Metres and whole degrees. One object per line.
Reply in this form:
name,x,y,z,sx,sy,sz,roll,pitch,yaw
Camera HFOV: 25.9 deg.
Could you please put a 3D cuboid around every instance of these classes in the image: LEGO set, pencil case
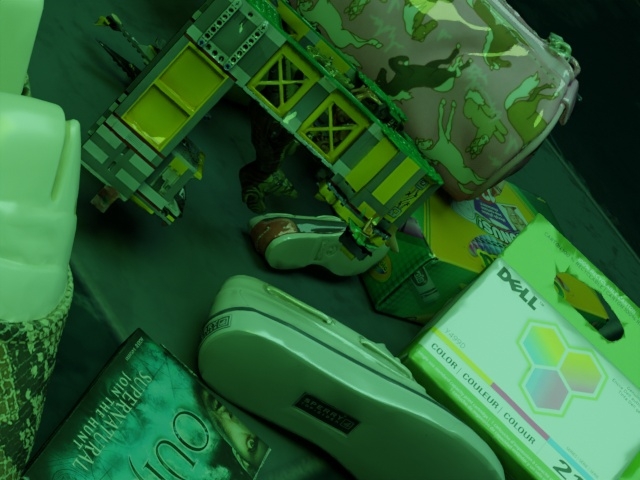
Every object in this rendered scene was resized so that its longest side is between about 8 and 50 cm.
LEGO set,-0.059,-0.072,1.070,0.255,0.192,0.331,40,11,-21
pencil case,0.062,-0.218,1.246,0.386,0.167,0.160,46,-9,3

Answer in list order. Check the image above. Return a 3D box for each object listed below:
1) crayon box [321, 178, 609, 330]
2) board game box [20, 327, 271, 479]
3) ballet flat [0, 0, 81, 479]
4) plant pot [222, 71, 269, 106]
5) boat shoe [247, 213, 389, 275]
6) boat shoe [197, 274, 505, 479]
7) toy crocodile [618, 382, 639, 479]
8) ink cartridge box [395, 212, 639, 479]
crayon box,0.141,0.009,1.336,0.278,0.081,0.165,19,38,-43
board game box,-0.106,0.144,0.864,0.126,0.026,0.186,43,27,-7
ballet flat,-0.220,-0.074,0.819,0.164,0.182,0.483,24,36,-39
plant pot,-0.071,-0.157,1.266,0.079,0.083,0.083,7,46,-36
boat shoe,0.000,0.000,1.176,0.137,0.049,0.043,2,34,-39
boat shoe,0.028,0.116,1.030,0.267,0.096,0.088,29,36,-16
toy crocodile,0.265,0.233,1.207,0.115,0.105,0.340,-18,61,-19
ink cartridge box,0.193,0.093,1.144,0.189,0.097,0.255,44,59,4
